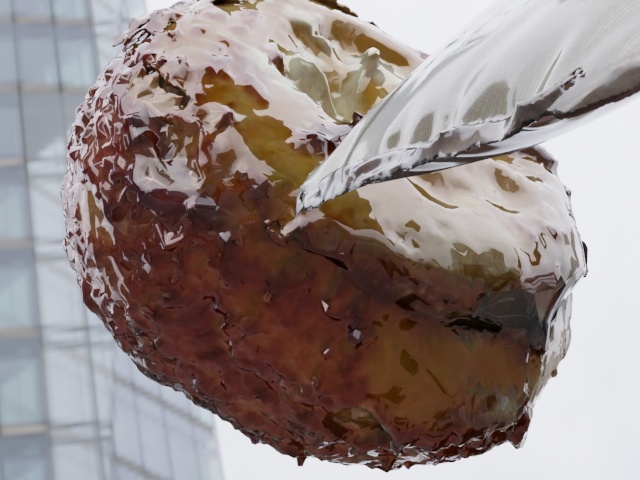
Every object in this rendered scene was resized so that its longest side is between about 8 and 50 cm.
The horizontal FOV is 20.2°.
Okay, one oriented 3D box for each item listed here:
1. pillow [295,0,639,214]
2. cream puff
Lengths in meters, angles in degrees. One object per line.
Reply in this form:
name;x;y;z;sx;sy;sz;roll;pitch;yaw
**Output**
pillow;0.092;-0.069;0.408;0.232;0.038;0.130;-35;10;-30
cream puff;0.000;0.000;0.763;0.240;0.240;0.164;18;-66;-30
